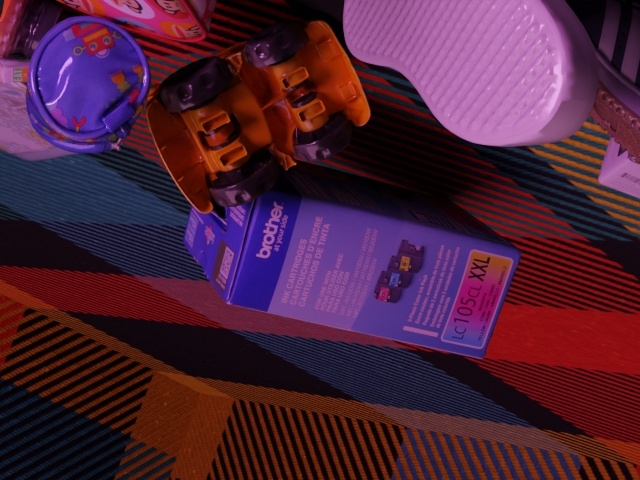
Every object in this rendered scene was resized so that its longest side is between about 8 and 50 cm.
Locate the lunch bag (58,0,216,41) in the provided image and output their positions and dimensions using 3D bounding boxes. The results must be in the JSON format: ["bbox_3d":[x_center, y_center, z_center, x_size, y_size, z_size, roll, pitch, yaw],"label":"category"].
[{"bbox_3d":[-0.222,-0.302,1.316,0.258,0.120,0.293,17,165,11],"label":"lunch bag"}]

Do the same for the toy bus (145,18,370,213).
[{"bbox_3d":[-0.080,-0.152,1.588,0.149,0.220,0.211,63,177,-20],"label":"toy bus"}]

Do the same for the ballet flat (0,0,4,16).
[{"bbox_3d":[-0.364,-0.294,0.870,0.182,0.164,0.483,34,169,36],"label":"ballet flat"}]

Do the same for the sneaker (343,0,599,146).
[{"bbox_3d":[0.145,-0.160,1.118,0.150,0.135,0.366,3,-159,-21],"label":"sneaker"}]

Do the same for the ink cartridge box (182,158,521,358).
[{"bbox_3d":[0.000,0.000,1.745,0.395,0.151,0.270,12,-168,-20],"label":"ink cartridge box"}]

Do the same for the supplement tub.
[{"bbox_3d":[-0.396,-0.271,1.649,0.197,0.106,0.106,22,164,-11],"label":"supplement tub"}]

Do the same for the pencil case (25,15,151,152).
[{"bbox_3d":[-0.248,-0.154,1.541,0.133,0.119,0.306,48,172,-8],"label":"pencil case"}]

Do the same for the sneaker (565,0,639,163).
[{"bbox_3d":[0.283,-0.171,1.242,0.282,0.153,0.099,47,172,13],"label":"sneaker"}]

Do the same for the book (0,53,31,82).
[{"bbox_3d":[-0.317,-0.209,1.725,0.144,0.035,0.096,-7,-158,-27],"label":"book"}]

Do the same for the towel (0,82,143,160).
[{"bbox_3d":[-0.441,-0.220,1.921,0.320,0.090,0.374,33,160,-31],"label":"towel"}]

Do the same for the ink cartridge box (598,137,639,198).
[{"bbox_3d":[0.361,-0.085,1.461,0.109,0.063,0.150,21,164,-6],"label":"ink cartridge box"}]
